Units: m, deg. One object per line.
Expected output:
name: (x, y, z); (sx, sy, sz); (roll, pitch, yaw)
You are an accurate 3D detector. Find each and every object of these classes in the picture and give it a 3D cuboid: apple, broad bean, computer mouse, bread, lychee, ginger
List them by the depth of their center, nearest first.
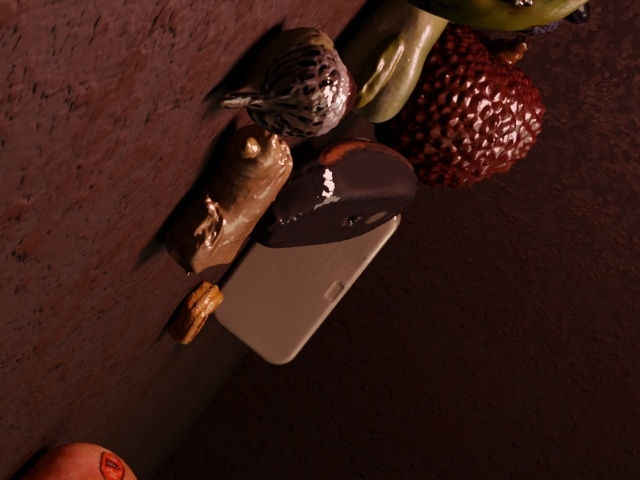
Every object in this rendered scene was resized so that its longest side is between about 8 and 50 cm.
ginger: (-0.085, -0.053, 1.161); (0.213, 0.074, 0.137); (-61, 172, 31)
broad bean: (0.090, -0.243, 1.316); (0.169, 0.100, 0.228); (-43, -162, 57)
apple: (-0.329, 0.357, 1.442); (0.209, 0.164, 0.209); (-50, 172, -10)
computer mouse: (0.012, -0.071, 1.619); (0.183, 0.116, 0.323); (-42, 159, 31)
bread: (-0.187, 0.107, 1.674); (0.111, 0.044, 0.083); (-53, 180, 42)
lychee: (0.216, -0.216, 1.731); (0.300, 0.264, 0.264); (-40, -177, 31)

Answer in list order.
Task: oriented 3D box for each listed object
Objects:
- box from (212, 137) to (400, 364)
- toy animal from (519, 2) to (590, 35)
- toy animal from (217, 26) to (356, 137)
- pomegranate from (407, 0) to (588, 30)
box: (0.000, 0.000, 1.968); (0.352, 0.177, 0.344); (-53, 179, 17)
toy animal: (0.302, -0.394, 1.709); (0.122, 0.185, 0.298); (-56, -164, -6)
toy animal: (-0.025, -0.126, 0.969); (0.137, 0.098, 0.098); (-47, 174, -47)
pomegranate: (0.134, -0.277, 0.847); (0.211, 0.211, 0.263); (124, -29, -49)
